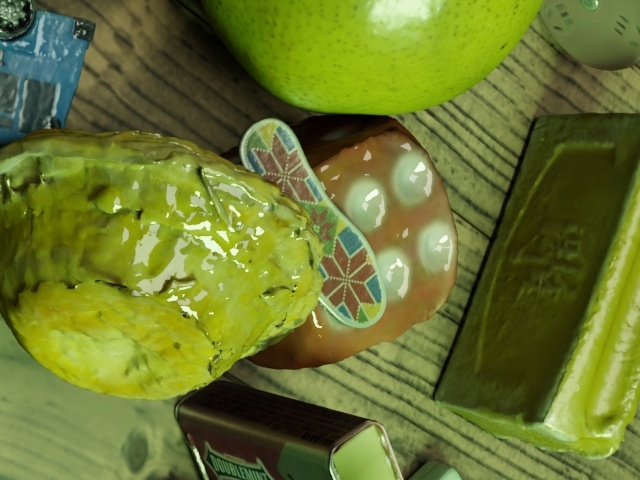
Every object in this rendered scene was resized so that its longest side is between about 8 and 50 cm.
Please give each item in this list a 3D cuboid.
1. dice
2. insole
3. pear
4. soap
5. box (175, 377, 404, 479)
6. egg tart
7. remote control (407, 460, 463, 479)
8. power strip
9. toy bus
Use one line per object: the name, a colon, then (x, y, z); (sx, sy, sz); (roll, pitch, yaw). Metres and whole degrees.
dice: (0.000, 0.000, 1.403); (0.175, 0.179, 0.174); (-29, 111, -34)
insole: (-0.004, -0.010, 1.292); (0.065, 0.006, 0.193); (-41, 114, -24)
pear: (0.041, -0.231, 1.343); (0.294, 0.294, 0.294); (-4, 97, -37)
soap: (0.236, 0.036, 1.574); (0.091, 0.199, 0.315); (28, 80, -28)
box: (-0.023, 0.187, 1.373); (0.069, 0.224, 0.120); (-31, 110, -30)
egg tart: (-0.139, 0.034, 1.236); (0.295, 0.295, 0.116); (34, 49, -34)
remote control: (0.148, 0.382, 1.627); (0.145, 0.050, 0.344); (-44, 118, -25)
power strip: (0.278, -0.245, 1.604); (0.078, 0.154, 0.154); (-33, 113, -31)
toy bus: (-0.292, -0.132, 1.210); (0.234, 0.116, 0.134); (12, 85, -36)
